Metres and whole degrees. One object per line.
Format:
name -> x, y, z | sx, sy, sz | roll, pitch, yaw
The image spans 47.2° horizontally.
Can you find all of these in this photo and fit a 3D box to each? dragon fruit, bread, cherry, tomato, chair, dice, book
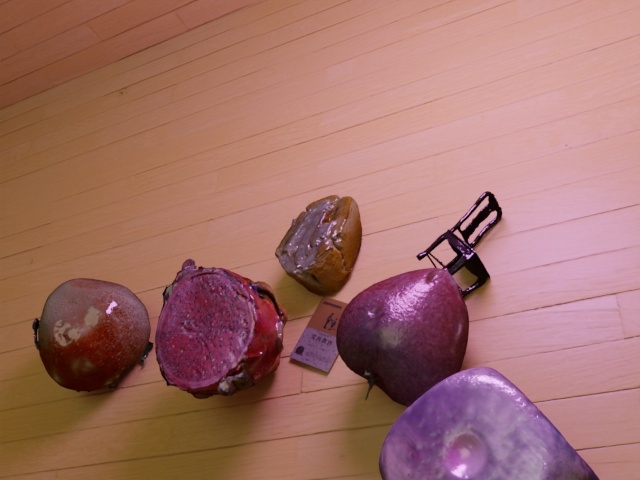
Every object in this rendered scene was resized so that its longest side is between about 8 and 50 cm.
dragon fruit -> -0.190, 0.213, 1.666 | 0.296, 0.263, 0.314 | -5, 68, 28
bread -> 0.000, 0.000, 1.802 | 0.185, 0.124, 0.257 | 8, 60, 37
cherry -> 0.171, 0.188, 1.473 | 0.261, 0.221, 0.307 | 31, 84, 28
tomato -> -0.607, 0.238, 1.921 | 0.303, 0.239, 0.304 | -15, 48, 17
chair -> 0.332, 0.011, 1.593 | 0.229, 0.106, 0.113 | -42, 44, -1
dice -> 0.279, 0.396, 1.214 | 0.270, 0.271, 0.270 | -41, 45, 0
book -> 0.012, 0.216, 1.705 | 0.118, 0.012, 0.172 | 14, 65, 38
